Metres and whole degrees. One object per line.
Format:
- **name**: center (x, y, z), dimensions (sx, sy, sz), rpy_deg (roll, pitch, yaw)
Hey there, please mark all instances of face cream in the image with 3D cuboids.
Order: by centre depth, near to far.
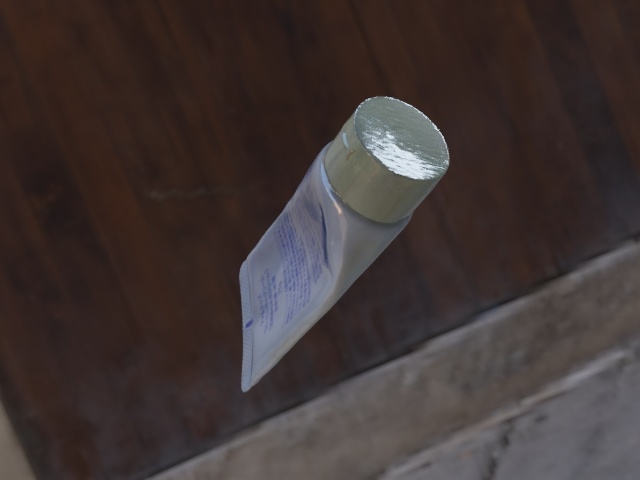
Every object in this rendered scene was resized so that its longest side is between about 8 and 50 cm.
- **face cream**: center (0.000, 0.000, 1.133), dimensions (0.224, 0.070, 0.114), rpy_deg (-52, 30, 42)
